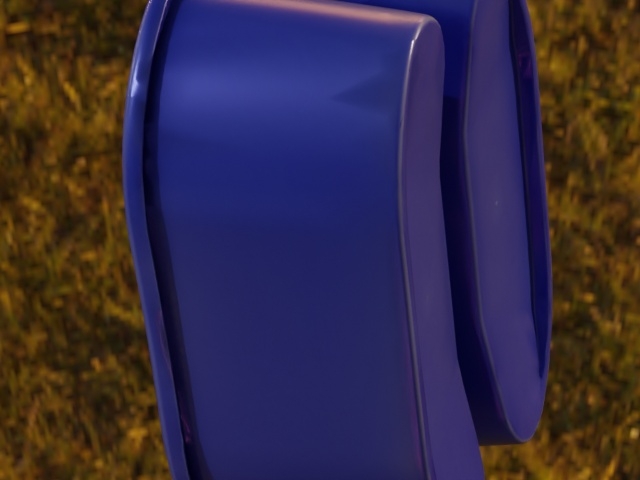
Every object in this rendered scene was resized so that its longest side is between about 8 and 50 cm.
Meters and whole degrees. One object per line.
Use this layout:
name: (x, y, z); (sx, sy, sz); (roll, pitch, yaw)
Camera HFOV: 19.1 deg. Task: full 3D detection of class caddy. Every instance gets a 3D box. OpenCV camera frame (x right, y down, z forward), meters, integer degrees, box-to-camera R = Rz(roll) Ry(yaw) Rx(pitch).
caddy: (0.000, 0.000, 0.958); (0.179, 0.341, 0.241); (3, 25, 21)
